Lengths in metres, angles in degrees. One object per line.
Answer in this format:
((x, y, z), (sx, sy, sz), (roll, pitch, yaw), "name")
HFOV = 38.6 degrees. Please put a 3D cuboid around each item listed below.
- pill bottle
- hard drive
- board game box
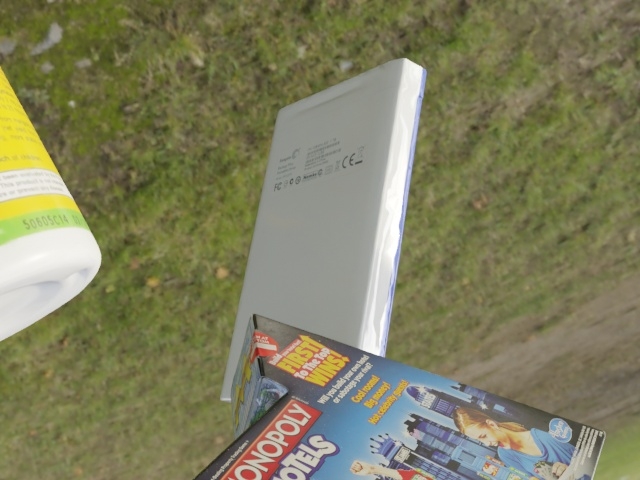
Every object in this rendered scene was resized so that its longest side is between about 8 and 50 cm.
((-0.234, -0.062, 0.493), (0.136, 0.245, 0.136), (-30, 173, -4), "pill bottle")
((0.000, 0.000, 0.885), (0.040, 0.318, 0.210), (21, 160, -33), "hard drive")
((0.020, 0.113, 0.433), (0.194, 0.194, 0.060), (-32, 141, -61), "board game box")
